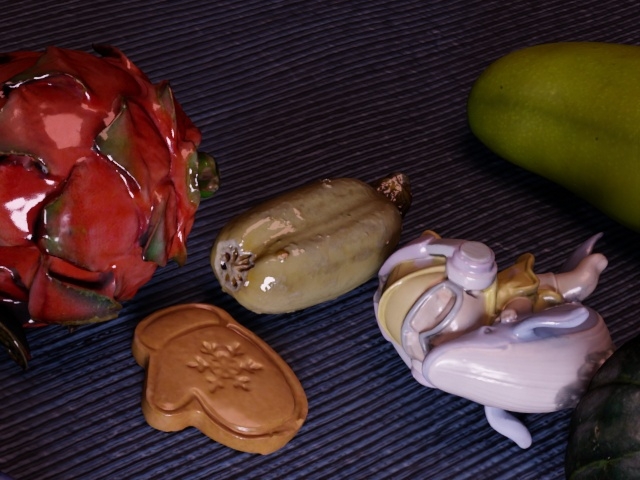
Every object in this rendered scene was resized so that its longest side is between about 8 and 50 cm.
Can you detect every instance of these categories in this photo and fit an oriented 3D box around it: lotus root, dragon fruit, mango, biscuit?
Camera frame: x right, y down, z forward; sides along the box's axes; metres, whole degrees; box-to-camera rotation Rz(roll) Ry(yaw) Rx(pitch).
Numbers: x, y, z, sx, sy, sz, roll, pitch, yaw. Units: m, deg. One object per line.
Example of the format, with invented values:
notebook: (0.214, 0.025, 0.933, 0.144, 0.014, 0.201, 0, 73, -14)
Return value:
lotus root: (0.000, 0.001, 1.458, 0.183, 0.077, 0.090, -25, 63, -38)
dragon fruit: (-0.197, -0.035, 1.336, 0.274, 0.192, 0.193, -10, 42, -28)
mango: (0.267, -0.087, 1.628, 0.293, 0.143, 0.175, 19, 43, 17)
biscuit: (-0.077, 0.097, 1.357, 0.140, 0.023, 0.118, 38, 42, 22)

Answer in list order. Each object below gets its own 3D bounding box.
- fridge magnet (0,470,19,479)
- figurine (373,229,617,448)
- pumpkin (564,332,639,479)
fridge magnet: (-0.232, 0.215, 1.081, 0.265, 0.113, 0.265, 11, 37, -9)
figurine: (0.135, 0.059, 1.412, 0.184, 0.128, 0.208, 32, 32, 21)
pumpkin: (0.287, 0.151, 1.292, 0.250, 0.216, 0.250, -1, 70, 4)
